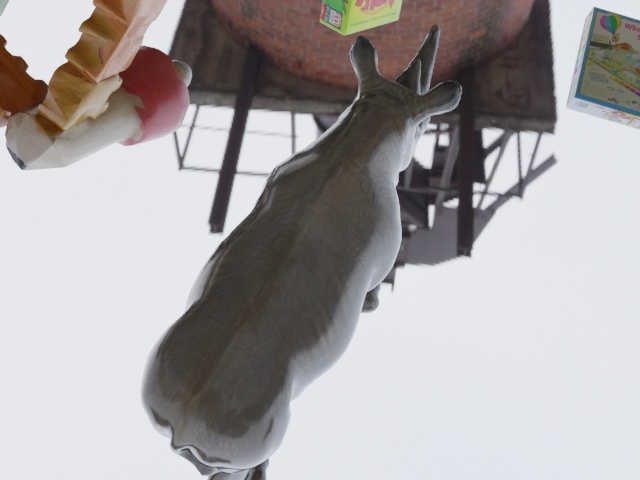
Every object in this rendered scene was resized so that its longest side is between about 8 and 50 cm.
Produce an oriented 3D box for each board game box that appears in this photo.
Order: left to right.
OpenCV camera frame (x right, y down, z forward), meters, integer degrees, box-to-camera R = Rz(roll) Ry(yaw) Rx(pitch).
[{"bbox_3d":[0.058,-0.324,0.995,0.092,0.181,0.043,-26,-131,-38],"label":"board game box"},{"bbox_3d":[0.327,-0.158,0.894,0.154,0.026,0.104,17,-106,0],"label":"board game box"}]

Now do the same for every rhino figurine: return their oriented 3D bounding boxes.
[{"bbox_3d":[0.000,0.000,0.418,0.073,0.106,0.243,28,-102,13],"label":"rhino figurine"}]

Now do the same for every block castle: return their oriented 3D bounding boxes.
[{"bbox_3d":[-0.242,-0.311,0.723,0.453,0.303,0.213,46,-141,3],"label":"block castle"}]
